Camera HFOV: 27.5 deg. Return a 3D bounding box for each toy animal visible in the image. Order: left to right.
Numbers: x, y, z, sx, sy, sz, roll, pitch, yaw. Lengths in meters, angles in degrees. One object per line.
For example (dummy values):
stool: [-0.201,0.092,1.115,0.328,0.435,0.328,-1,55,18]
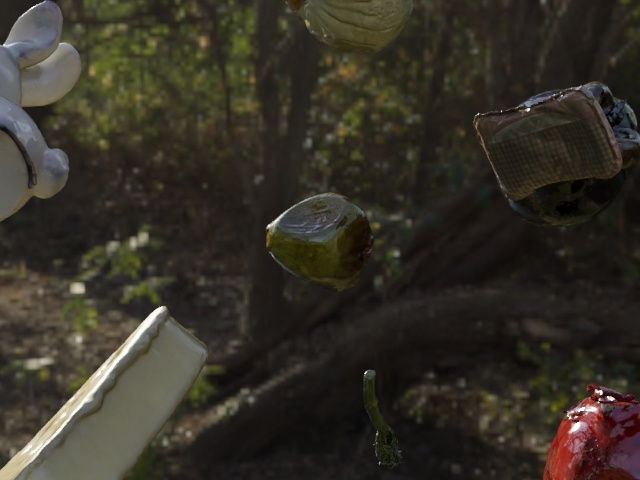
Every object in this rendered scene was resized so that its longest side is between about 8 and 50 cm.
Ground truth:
toy animal: [-0.415,-0.157,1.588,0.247,0.183,0.310,-9,37,-5]

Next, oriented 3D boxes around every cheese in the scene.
cheese: [-0.285,0.242,1.685,0.104,0.384,0.384,43,6,-6]

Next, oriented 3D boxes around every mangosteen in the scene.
mangosteen: [0.379,-0.131,1.994,0.243,0.243,0.243,0,8,0]

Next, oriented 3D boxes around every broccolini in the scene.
broccolini: [0.099,0.299,2.201,0.051,0.239,0.054,28,58,38]

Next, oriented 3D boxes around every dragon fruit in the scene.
dragon fruit: [0.470,0.360,1.936,0.295,0.302,0.295,2,15,-1]

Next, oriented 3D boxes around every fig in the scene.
fig: [0.000,0.000,2.013,0.165,0.144,0.154,4,-32,-17]

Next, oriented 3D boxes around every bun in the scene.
bun: [0.013,-0.330,1.626,0.134,0.220,0.220,-28,18,-20]

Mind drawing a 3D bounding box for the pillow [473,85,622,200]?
pillow: [0.302,-0.129,1.747,0.211,0.135,0.034,-14,15,48]
